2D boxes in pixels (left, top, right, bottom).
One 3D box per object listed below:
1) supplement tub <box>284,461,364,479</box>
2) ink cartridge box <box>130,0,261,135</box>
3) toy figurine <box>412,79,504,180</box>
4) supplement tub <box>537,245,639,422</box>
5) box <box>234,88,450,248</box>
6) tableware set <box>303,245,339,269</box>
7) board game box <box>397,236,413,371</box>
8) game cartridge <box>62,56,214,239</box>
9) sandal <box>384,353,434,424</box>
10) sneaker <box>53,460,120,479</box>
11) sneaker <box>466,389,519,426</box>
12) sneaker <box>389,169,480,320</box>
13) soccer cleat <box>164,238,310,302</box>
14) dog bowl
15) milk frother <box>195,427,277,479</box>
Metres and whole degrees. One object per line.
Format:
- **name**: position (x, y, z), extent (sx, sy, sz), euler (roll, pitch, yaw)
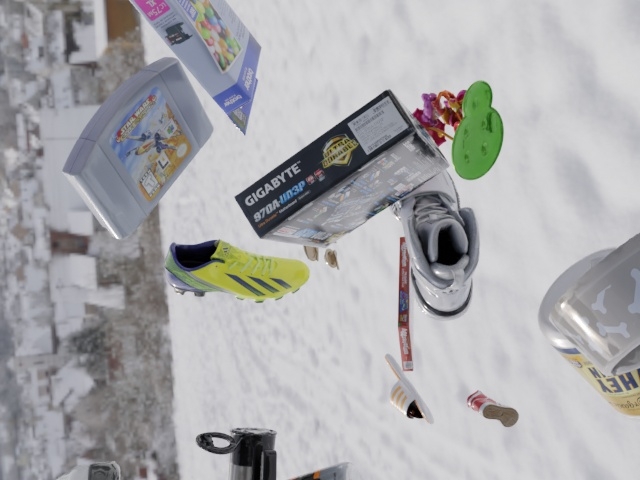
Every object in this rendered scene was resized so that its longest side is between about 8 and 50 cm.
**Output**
- **supplement tub**: position (-0.027, 0.397, 1.151), extent (0.117, 0.191, 0.117), euler (-21, -90, -80)
- **ink cartridge box**: position (-0.186, -0.340, 1.317), extent (0.311, 0.065, 0.185), euler (52, -154, -33)
- **toy figurine**: position (0.215, -0.206, 1.397), extent (0.159, 0.130, 0.173), euler (26, 133, 45)
- **supplement tub**: position (0.579, 0.189, 1.471), extent (0.228, 0.316, 0.228), euler (-43, 15, 14)
- **box**: position (0.033, -0.062, 0.819), extent (0.051, 0.175, 0.220), euler (59, -167, 12)
- **tableware set**: position (0.000, 0.000, 2.126), extent (0.020, 0.169, 0.141), euler (-19, 65, 29)
- **board game box**: position (0.191, 0.137, 1.791), extent (0.281, 0.027, 0.145), euler (-82, -13, -48)
- **game cartridge**: position (-0.312, -0.172, 1.409), extent (0.062, 0.297, 0.198), euler (17, 149, 28)
- **sandal**: position (0.217, 0.411, 2.152), extent (0.102, 0.076, 0.265), euler (58, 178, -36)
- **sneaker**: position (-0.430, 0.408, 1.032), extent (0.447, 0.258, 0.169), euler (-51, 34, 39)
- **sneaker**: position (0.340, 0.333, 1.601), extent (0.067, 0.118, 0.042), euler (30, 92, 53)
- **sneaker**: position (0.207, -0.050, 1.464), extent (0.210, 0.138, 0.365), euler (82, 178, -70)
- **soccer cleat**: position (-0.164, 0.052, 1.592), extent (0.093, 0.289, 0.121), euler (-93, 5, -52)
- **dog bowl**: position (0.474, 0.057, 1.041), extent (0.102, 0.349, 0.348), euler (61, 150, 25)
- **milk frother**: position (-0.146, 0.394, 1.376), extent (0.129, 0.143, 0.134), euler (150, 124, -78)
